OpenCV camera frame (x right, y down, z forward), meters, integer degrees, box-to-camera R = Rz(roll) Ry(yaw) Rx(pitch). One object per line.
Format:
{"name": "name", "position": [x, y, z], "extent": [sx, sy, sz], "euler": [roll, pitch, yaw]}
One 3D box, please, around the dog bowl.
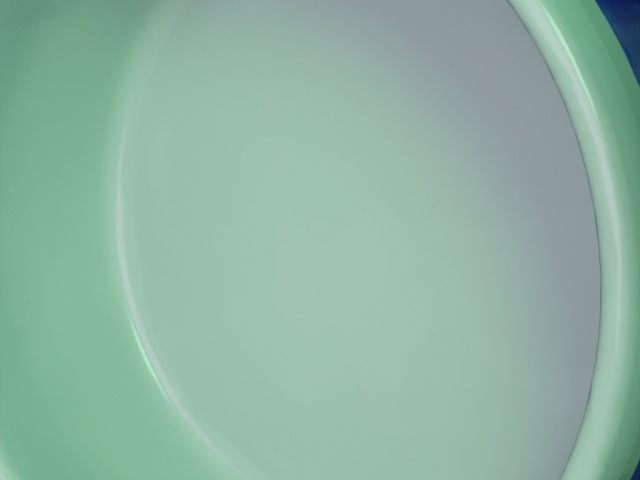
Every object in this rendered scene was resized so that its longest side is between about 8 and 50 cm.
{"name": "dog bowl", "position": [0.000, 0.000, 0.608], "extent": [0.265, 0.104, 0.265], "euler": [6, 101, 33]}
